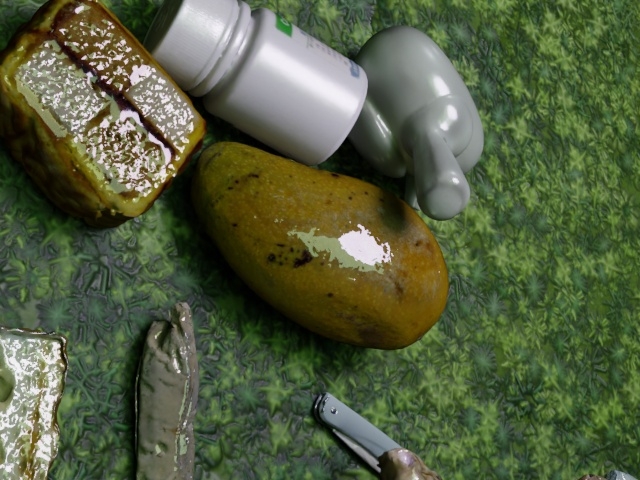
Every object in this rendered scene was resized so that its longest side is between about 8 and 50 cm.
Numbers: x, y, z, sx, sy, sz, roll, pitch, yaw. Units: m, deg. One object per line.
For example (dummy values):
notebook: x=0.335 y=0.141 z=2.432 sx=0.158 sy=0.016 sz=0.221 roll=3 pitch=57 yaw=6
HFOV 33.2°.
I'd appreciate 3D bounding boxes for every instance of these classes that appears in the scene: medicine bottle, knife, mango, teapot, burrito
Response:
medicine bottle: x=-0.077 y=-0.193 z=1.222 sx=0.237 sy=0.139 sz=0.139 roll=27 pitch=63 yaw=-22
knife: x=0.053 y=0.240 z=1.285 sx=0.162 sy=0.023 sz=0.044 roll=40 pitch=62 yaw=-24
mango: x=0.003 y=0.005 z=1.221 sx=0.329 sy=0.175 sz=0.176 roll=29 pitch=20 yaw=-28
teapot: x=0.110 y=-0.146 z=1.274 sx=0.149 sy=0.318 sz=0.220 roll=-34 pitch=94 yaw=0
burrito: x=-0.158 y=0.179 z=1.123 sx=0.058 sy=0.063 sz=0.229 roll=21 pitch=69 yaw=-76

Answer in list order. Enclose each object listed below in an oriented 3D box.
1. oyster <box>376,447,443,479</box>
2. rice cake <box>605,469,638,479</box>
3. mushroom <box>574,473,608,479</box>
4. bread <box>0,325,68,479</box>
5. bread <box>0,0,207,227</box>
oyster: x=0.164 y=0.353 z=1.215 sx=0.351 sy=0.115 sz=0.238 roll=50 pitch=29 yaw=-26
rice cake: x=0.396 y=0.435 z=1.486 sx=0.045 sy=0.042 sz=0.245 roll=29 pitch=63 yaw=-15
mushroom: x=0.336 y=0.402 z=1.427 sx=0.223 sy=0.081 sz=0.092 roll=-41 pitch=124 yaw=-39
bread: x=-0.308 y=0.183 z=0.989 sx=0.128 sy=0.088 sz=0.232 roll=23 pitch=59 yaw=-41
bread: x=-0.235 y=-0.133 z=1.106 sx=0.222 sy=0.096 sz=0.181 roll=49 pitch=59 yaw=-15
